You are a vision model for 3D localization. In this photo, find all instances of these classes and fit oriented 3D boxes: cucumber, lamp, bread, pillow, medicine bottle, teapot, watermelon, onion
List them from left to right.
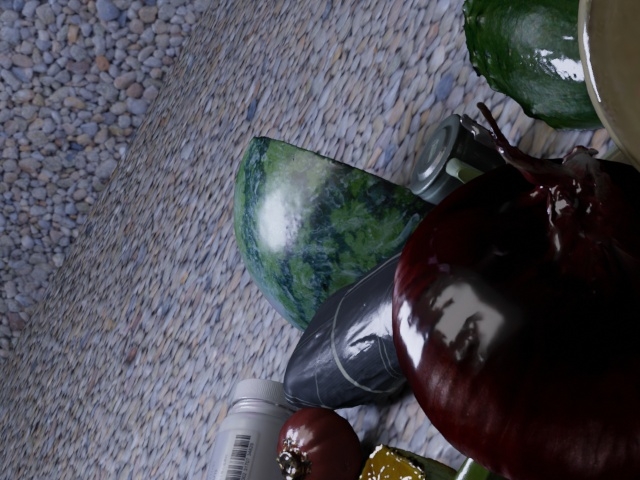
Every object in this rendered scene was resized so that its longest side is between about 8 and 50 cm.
[{"bbox_3d":[-0.074,0.257,1.792,0.103,0.102,0.187,-35,36,57],"label":"medicine bottle"},{"bbox_3d":[-0.002,0.222,1.660,0.101,0.090,0.101,13,108,44],"label":"lamp"},{"bbox_3d":[0.000,0.000,1.856,0.256,0.176,0.260,41,109,30],"label":"watermelon"},{"bbox_3d":[0.068,0.079,1.638,0.335,0.092,0.161,-39,25,53],"label":"pillow"},{"bbox_3d":[0.075,0.256,1.446,0.128,0.069,0.140,-68,21,-5],"label":"bread"},{"bbox_3d":[0.147,-0.060,1.596,0.092,0.090,0.124,-54,17,34],"label":"teapot"},{"bbox_3d":[0.221,-0.189,1.539,0.145,0.105,0.325,-63,22,8],"label":"cucumber"},{"bbox_3d":[0.179,0.028,1.102,0.273,0.273,0.285,-94,0,-54],"label":"onion"}]

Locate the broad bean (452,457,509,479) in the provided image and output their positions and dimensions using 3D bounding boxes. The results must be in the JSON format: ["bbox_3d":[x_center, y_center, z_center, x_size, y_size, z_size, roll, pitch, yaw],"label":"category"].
[{"bbox_3d":[0.117,0.241,1.297,0.098,0.056,0.318,-86,15,-46],"label":"broad bean"}]

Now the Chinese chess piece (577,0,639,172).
[{"bbox_3d":[0.299,-0.138,1.024,0.273,0.273,0.102,-58,-13,22],"label":"Chinese chess piece"}]

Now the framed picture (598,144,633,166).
[{"bbox_3d":[0.222,-0.001,1.375,0.250,0.016,0.184,-44,19,41],"label":"framed picture"}]
